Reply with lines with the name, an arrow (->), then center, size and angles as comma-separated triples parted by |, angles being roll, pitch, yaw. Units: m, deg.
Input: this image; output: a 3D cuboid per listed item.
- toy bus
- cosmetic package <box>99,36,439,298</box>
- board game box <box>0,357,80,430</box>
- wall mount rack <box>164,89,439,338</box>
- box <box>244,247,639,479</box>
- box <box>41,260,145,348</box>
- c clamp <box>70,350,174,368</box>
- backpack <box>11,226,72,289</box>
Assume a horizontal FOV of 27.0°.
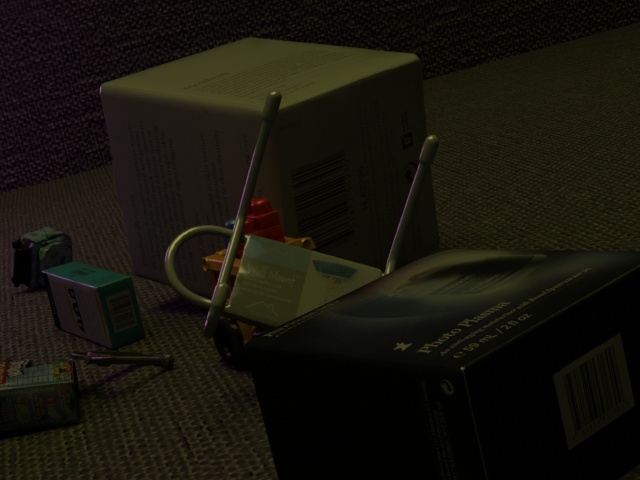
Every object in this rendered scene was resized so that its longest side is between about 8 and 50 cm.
toy bus -> -0.055, 0.052, 1.734 | 0.149, 0.211, 0.220 | -19, 16, -30
cosmetic package -> -0.078, -0.111, 2.061 | 0.394, 0.329, 0.327 | 14, 30, 43
board game box -> -0.419, 0.202, 1.760 | 0.194, 0.060, 0.194 | -9, 12, -10
wall mount rack -> 0.000, 0.000, 1.612 | 0.350, 0.304, 0.130 | 16, -27, -4
box -> 0.139, 0.132, 1.272 | 0.296, 0.182, 0.294 | -24, 15, -39
box -> -0.358, 0.098, 2.085 | 0.060, 0.100, 0.244 | -19, 15, -28
c clamp -> -0.263, 0.162, 1.802 | 0.137, 0.022, 0.161 | -1, -4, 42
backpack -> -0.516, 0.033, 2.519 | 0.084, 0.105, 0.114 | 19, 26, 24
